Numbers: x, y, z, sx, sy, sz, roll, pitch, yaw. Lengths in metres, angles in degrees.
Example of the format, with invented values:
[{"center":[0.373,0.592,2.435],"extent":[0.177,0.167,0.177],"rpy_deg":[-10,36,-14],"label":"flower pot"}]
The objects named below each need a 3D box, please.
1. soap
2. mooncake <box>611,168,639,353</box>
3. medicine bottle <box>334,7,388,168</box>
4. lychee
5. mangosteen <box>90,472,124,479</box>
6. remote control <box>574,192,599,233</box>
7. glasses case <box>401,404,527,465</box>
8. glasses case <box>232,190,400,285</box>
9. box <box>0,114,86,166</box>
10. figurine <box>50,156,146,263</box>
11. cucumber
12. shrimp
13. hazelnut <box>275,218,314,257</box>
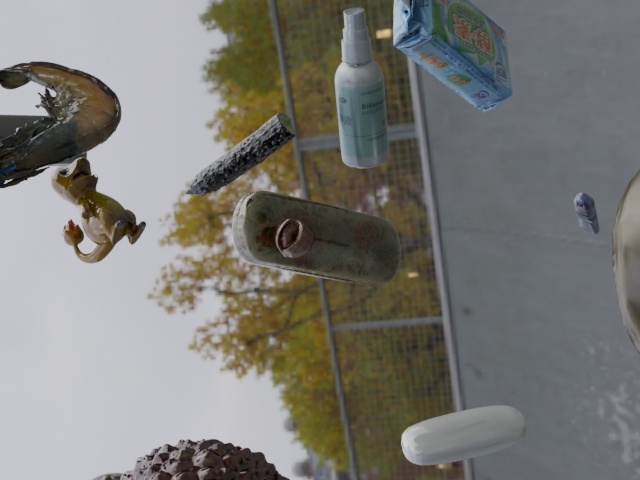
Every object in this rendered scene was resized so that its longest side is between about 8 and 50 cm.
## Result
[{"center":[0.214,-0.330,1.588],"extent":[0.293,0.077,0.156],"rpy_deg":[26,-128,-40],"label":"soap"},{"center":[0.429,0.019,0.994],"extent":[0.284,0.155,0.285],"rpy_deg":[5,-100,-33],"label":"mooncake"},{"center":[0.087,-0.338,2.160],"extent":[0.110,0.110,0.352],"rpy_deg":[-76,-18,-58],"label":"medicine bottle"},{"center":[-0.131,0.370,1.094],"extent":[0.264,0.264,0.300],"rpy_deg":[-56,-23,-72],"label":"lychee"},{"center":[-0.323,0.467,1.494],"extent":[0.192,0.217,0.192],"rpy_deg":[40,-155,-23],"label":"mangosteen"},{"center":[0.520,-0.053,1.911],"extent":[0.027,0.043,0.152],"rpy_deg":[-62,-27,-10],"label":"remote control"},{"center":[0.223,0.302,1.515],"extent":[0.076,0.197,0.049],"rpy_deg":[-114,14,-59],"label":"glasses case"},{"center":[0.000,0.000,2.100],"extent":[0.425,0.098,0.157],"rpy_deg":[12,-105,-35],"label":"glasses case"},{"center":[-0.605,-0.206,2.007],"extent":[0.055,0.243,0.103],"rpy_deg":[168,102,-76],"label":"box"},{"center":[-0.377,-0.044,1.563],"extent":[0.176,0.122,0.121],"rpy_deg":[50,-162,16],"label":"figurine"},{"center":[-0.189,-0.190,2.273],"extent":[0.072,0.300,0.072],"rpy_deg":[54,-171,-13],"label":"cucumber"},{"center":[-0.466,-0.196,1.549],"extent":[0.290,0.222,0.054],"rpy_deg":[-43,-16,-35],"label":"shrimp"},{"center":[-0.054,-0.004,1.944],"extent":[0.086,0.086,0.086],"rpy_deg":[-5,-90,-78],"label":"hazelnut"}]
